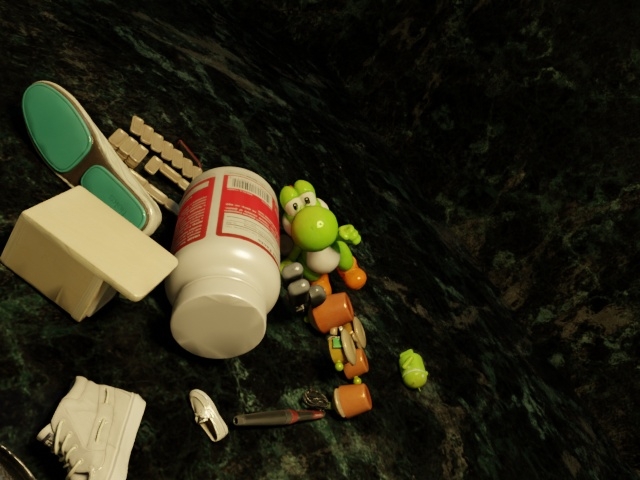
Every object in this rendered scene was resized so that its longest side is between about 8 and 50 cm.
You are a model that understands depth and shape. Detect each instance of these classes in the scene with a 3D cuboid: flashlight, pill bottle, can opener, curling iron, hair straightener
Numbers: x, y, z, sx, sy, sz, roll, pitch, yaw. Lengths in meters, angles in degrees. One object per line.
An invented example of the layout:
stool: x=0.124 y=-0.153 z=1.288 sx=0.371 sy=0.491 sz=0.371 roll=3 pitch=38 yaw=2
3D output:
flashlight: x=-0.046 y=-0.017 z=1.605 sx=0.304 sy=0.103 sz=0.103 roll=-27 pitch=99 yaw=-64
pill bottle: x=-0.200 y=0.036 z=1.151 sx=0.229 sy=0.229 sz=0.407 roll=31 pitch=29 yaw=-25
can opener: x=-0.041 y=0.103 z=1.211 sx=0.280 sy=0.093 sz=0.074 roll=82 pitch=-15 yaw=-75
curling iron: x=-0.075 y=0.344 z=1.099 sx=0.274 sy=0.035 sz=0.068 roll=7 pitch=41 yaw=-53
hair straightener: x=-0.346 y=-0.167 z=1.470 sx=0.230 sy=0.047 sz=0.089 roll=53 pitch=43 yaw=5

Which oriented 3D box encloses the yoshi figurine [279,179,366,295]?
yoshi figurine: x=-0.002 y=0.021 z=1.357 sx=0.203 sy=0.203 sz=0.362 roll=-55 pitch=141 yaw=-28

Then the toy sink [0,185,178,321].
toy sink: x=-0.402 y=0.040 z=0.967 sx=0.234 sy=0.131 sz=0.152 roll=37 pitch=26 yaw=-4

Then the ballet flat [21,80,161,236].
ballet flat: x=-0.485 y=-0.161 z=1.177 sx=0.400 sy=0.139 sz=0.139 roll=51 pitch=26 yaw=3

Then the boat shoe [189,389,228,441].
boat shoe: x=-0.204 y=0.310 z=0.965 sx=0.100 sy=0.035 sz=0.035 roll=55 pitch=24 yaw=7

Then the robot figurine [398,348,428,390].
robot figurine: x=0.255 y=0.360 z=1.517 sx=0.101 sy=0.067 sz=0.115 roll=52 pitch=18 yaw=-35

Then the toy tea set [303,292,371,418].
toy tea set: x=0.034 y=0.271 z=1.321 sx=0.336 sy=0.125 sz=0.199 roll=-89 pitch=158 yaw=-61

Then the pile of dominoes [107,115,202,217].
pile of dominoes: x=-0.417 y=-0.179 z=1.373 sx=0.251 sy=0.040 sz=0.195 roll=40 pitch=38 yaw=-19

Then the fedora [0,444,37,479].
fedora: x=-0.391 y=0.314 z=0.549 sx=0.334 sy=0.152 sz=0.334 roll=34 pitch=28 yaw=-21

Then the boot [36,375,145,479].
boot: x=-0.332 y=0.299 z=0.749 sx=0.124 sy=0.095 sz=0.258 roll=28 pitch=21 yaw=-18
